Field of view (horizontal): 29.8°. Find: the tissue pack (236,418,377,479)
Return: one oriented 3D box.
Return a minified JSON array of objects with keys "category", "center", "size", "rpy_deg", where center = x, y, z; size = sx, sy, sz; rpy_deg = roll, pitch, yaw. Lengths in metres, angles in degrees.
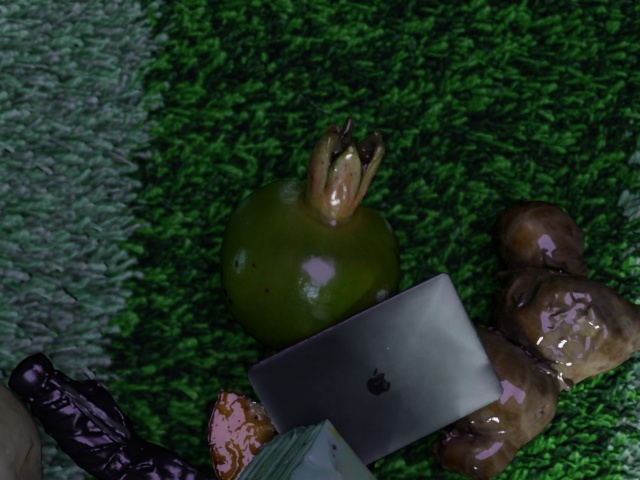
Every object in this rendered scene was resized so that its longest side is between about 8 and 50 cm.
[{"category":"tissue pack","center":[0.023,0.441,1.348],"size":[0.388,0.162,0.287],"rpy_deg":[52,43,-10]}]

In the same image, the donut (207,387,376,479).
[{"category":"donut","center":[-0.053,0.274,1.515],"size":[0.217,0.085,0.141],"rpy_deg":[28,79,-7]}]

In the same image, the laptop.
[{"category":"laptop","center":[0.067,0.169,1.437],"size":[0.269,0.015,0.188],"rpy_deg":[-26,111,2]}]

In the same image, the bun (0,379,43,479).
[{"category":"bun","center":[-0.444,0.278,1.402],"size":[0.259,0.160,0.259],"rpy_deg":[2,81,-14]}]

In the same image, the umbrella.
[{"category":"umbrella","center":[-0.234,0.273,1.448],"size":[0.358,0.106,0.113],"rpy_deg":[46,67,-7]}]

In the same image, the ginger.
[{"category":"ginger","center":[0.261,0.139,1.564],"size":[0.256,0.176,0.375],"rpy_deg":[34,78,13]}]

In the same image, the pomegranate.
[{"category":"pomegranate","center":[0.000,0.000,1.470],"size":[0.235,0.302,0.236],"rpy_deg":[14,37,-11]}]
